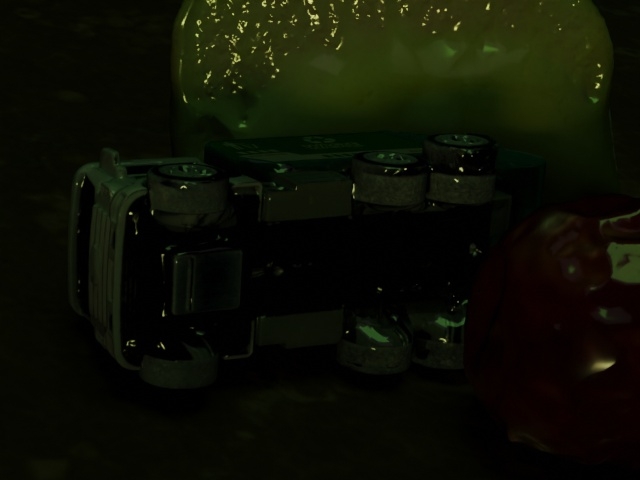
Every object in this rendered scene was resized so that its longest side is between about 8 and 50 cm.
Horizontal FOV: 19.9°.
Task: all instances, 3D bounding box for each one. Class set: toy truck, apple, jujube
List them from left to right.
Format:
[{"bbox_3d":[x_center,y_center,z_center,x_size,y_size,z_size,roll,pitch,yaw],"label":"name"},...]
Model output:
[{"bbox_3d":[0.000,0.000,0.906,0.253,0.114,0.124,-4,17,-28],"label":"toy truck"},{"bbox_3d":[0.043,-0.101,1.043,0.265,0.193,0.120,3,17,-10],"label":"apple"},{"bbox_3d":[0.185,0.040,0.851,0.230,0.155,0.155,2,27,-10],"label":"jujube"}]
